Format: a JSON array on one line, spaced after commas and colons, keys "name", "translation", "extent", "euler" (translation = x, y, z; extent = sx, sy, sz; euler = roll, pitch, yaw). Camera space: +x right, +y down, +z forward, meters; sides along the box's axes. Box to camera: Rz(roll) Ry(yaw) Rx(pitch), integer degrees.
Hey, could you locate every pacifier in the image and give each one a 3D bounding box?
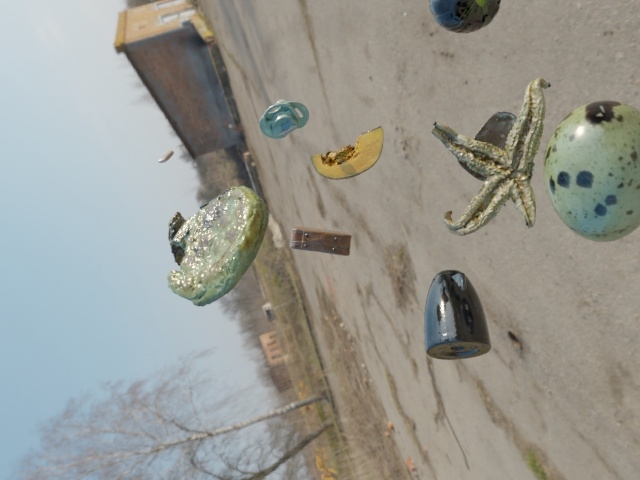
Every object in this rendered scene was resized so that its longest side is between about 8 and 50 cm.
[{"name": "pacifier", "translation": [-0.112, -0.367, 1.450], "extent": [0.126, 0.150, 0.117], "euler": [32, -142, -48]}]

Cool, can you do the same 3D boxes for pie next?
[{"name": "pie", "translation": [-0.234, 0.006, 1.125], "extent": [0.067, 0.302, 0.302], "euler": [35, -162, -40]}]

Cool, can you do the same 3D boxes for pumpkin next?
[{"name": "pumpkin", "translation": [0.115, -0.246, 1.571], "extent": [0.163, 0.278, 0.111], "euler": [-4, -103, -59]}, {"name": "pumpkin", "translation": [0.558, -0.983, 1.997], "extent": [0.296, 0.295, 0.296], "euler": [161, 90, -82]}]

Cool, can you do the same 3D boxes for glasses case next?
[{"name": "glasses case", "translation": [-0.543, -0.295, 1.758], "extent": [0.083, 0.032, 0.021], "euler": [-73, -25, -54]}]

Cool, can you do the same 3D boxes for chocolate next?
[{"name": "chocolate", "translation": [0.627, -0.340, 1.821], "extent": [0.157, 0.254, 0.080], "euler": [39, -169, 5]}]

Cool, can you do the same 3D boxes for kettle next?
[{"name": "kettle", "translation": [0.438, 0.249, 1.707], "extent": [0.268, 0.207, 0.290], "euler": [113, 159, -58]}]

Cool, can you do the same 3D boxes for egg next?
[{"name": "egg", "translation": [0.754, -0.182, 1.348], "extent": [0.287, 0.287, 0.379], "euler": [-127, 30, -66]}]

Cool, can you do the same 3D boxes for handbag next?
[{"name": "handbag", "translation": [0.000, 0.000, 1.617], "extent": [0.151, 0.193, 0.072], "euler": [-107, 22, -85]}]

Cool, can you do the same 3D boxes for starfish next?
[{"name": "starfish", "translation": [0.487, -0.231, 1.439], "extent": [0.082, 0.323, 0.432], "euler": [-10, -81, -66]}]

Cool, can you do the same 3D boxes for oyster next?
[{"name": "oyster", "translation": [-0.404, -0.002, 1.512], "extent": [0.056, 0.105, 0.177], "euler": [-11, 92, 54]}]
